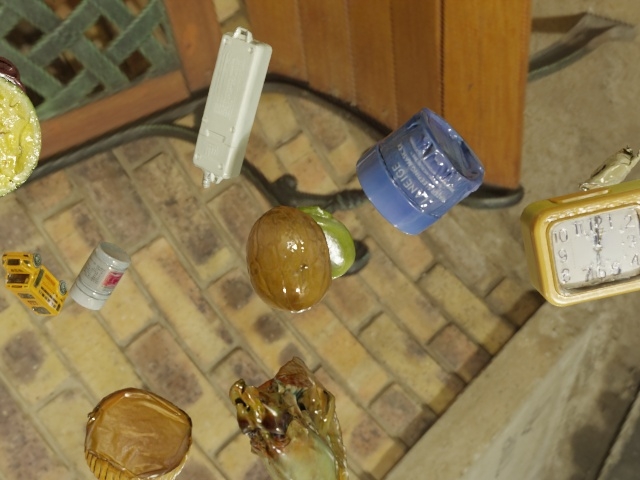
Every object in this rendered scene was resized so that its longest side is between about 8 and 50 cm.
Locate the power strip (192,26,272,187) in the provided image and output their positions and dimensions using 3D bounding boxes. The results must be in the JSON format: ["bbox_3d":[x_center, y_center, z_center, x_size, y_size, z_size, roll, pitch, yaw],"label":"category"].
[{"bbox_3d":[-0.186,-0.263,1.620,0.098,0.058,0.338,25,108,23],"label":"power strip"}]

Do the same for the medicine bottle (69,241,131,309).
[{"bbox_3d":[-0.336,0.054,1.212,0.058,0.091,0.058,33,-167,-8],"label":"medicine bottle"}]

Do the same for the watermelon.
[{"bbox_3d":[-0.277,-0.084,0.628,0.062,0.105,0.106,25,144,61],"label":"watermelon"}]

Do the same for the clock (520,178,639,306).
[{"bbox_3d":[0.390,0.001,1.097,0.096,0.202,0.143,-92,-12,-76],"label":"clock"}]

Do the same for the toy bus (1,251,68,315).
[{"bbox_3d":[-0.571,0.085,1.576,0.069,0.074,0.162,1,148,15],"label":"toy bus"}]

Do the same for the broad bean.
[{"bbox_3d":[0.000,0.000,1.709,0.124,0.082,0.174,-40,112,20],"label":"broad bean"}]

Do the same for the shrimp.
[{"bbox_3d":[-0.020,0.167,0.712,0.061,0.145,0.267,-11,150,18],"label":"shrimp"}]

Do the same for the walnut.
[{"bbox_3d":[-0.061,0.035,1.491,0.167,0.167,0.207,-28,71,61],"label":"walnut"}]

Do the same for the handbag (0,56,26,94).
[{"bbox_3d":[-0.472,-0.137,0.924,0.074,0.216,0.203,43,112,47],"label":"handbag"}]

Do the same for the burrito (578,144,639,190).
[{"bbox_3d":[0.570,-0.133,1.550,0.055,0.149,0.041,44,160,22],"label":"burrito"}]

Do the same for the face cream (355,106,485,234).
[{"bbox_3d":[0.248,-0.174,1.960,0.225,0.249,0.249,-41,88,26],"label":"face cream"}]

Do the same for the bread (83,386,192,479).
[{"bbox_3d":[-0.339,0.374,1.472,0.199,0.199,0.104,41,136,19],"label":"bread"}]
